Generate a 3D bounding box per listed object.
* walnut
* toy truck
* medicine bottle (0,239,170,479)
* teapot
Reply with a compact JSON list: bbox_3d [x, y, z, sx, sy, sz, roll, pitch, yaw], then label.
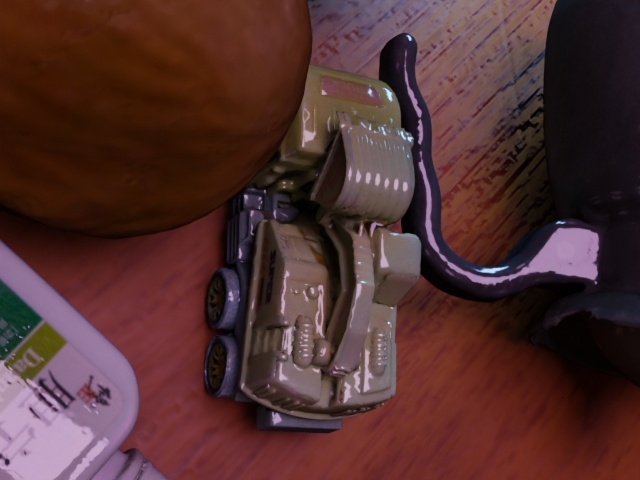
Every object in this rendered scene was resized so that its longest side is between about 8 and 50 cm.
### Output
[{"bbox_3d":[-0.144,-0.116,0.438,0.298,0.203,0.203,25,65,-21],"label":"walnut"},{"bbox_3d":[0.000,0.000,0.524,0.085,0.116,0.191,10,71,-27],"label":"toy truck"},{"bbox_3d":[-0.145,0.082,0.451,0.183,0.069,0.119,46,65,-11],"label":"medicine bottle"},{"bbox_3d":[0.201,-0.028,0.579,0.305,0.223,0.285,22,73,-35],"label":"teapot"}]
